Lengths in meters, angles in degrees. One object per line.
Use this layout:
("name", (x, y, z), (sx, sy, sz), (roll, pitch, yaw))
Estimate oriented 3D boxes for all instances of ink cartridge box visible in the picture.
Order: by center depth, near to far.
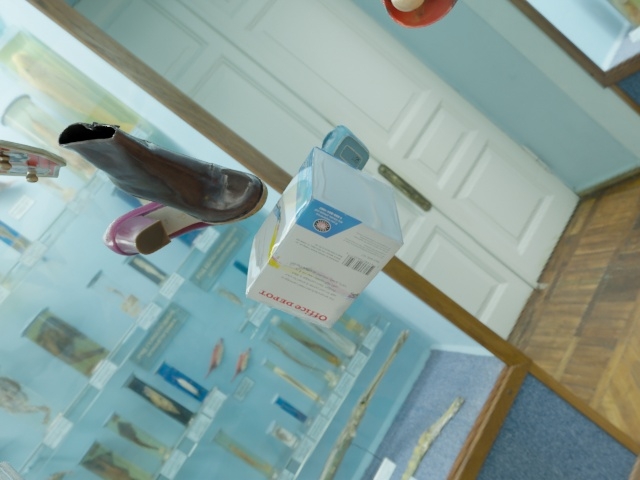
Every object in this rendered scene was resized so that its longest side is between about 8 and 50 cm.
("ink cartridge box", (0.000, 0.000, 0.880), (0.233, 0.171, 0.168), (-52, 22, 32))

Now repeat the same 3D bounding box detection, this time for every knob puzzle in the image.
("knob puzzle", (-0.492, -0.115, 0.772), (0.213, 0.213, 0.030), (157, 110, -73))

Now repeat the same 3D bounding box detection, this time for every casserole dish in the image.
("casserole dish", (0.070, -0.225, 1.345), (0.114, 0.037, 0.188), (-56, -35, 4))

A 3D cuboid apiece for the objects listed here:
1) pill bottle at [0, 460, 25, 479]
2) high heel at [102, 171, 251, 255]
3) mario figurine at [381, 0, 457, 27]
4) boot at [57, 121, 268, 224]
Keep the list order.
("pill bottle", (-0.472, 0.252, 0.604), (0.121, 0.221, 0.121), (-49, -4, -5))
("high heel", (-0.327, -0.079, 1.210), (0.181, 0.127, 0.377), (8, 27, 42))
("mario figurine", (0.071, -0.312, 0.489), (0.170, 0.198, 0.320), (-53, -30, 4))
("boot", (-0.223, -0.098, 0.737), (0.207, 0.248, 0.090), (37, -118, -61))
